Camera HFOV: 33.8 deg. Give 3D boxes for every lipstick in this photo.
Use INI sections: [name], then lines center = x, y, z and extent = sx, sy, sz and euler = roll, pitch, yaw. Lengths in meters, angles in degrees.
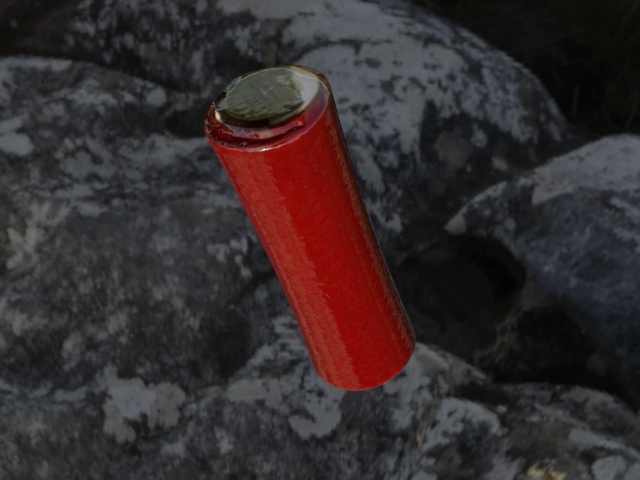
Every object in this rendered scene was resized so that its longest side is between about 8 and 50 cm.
[lipstick]
center = 0.000, 0.000, 0.679
extent = 0.080, 0.241, 0.080
euler = -11, 43, 11
